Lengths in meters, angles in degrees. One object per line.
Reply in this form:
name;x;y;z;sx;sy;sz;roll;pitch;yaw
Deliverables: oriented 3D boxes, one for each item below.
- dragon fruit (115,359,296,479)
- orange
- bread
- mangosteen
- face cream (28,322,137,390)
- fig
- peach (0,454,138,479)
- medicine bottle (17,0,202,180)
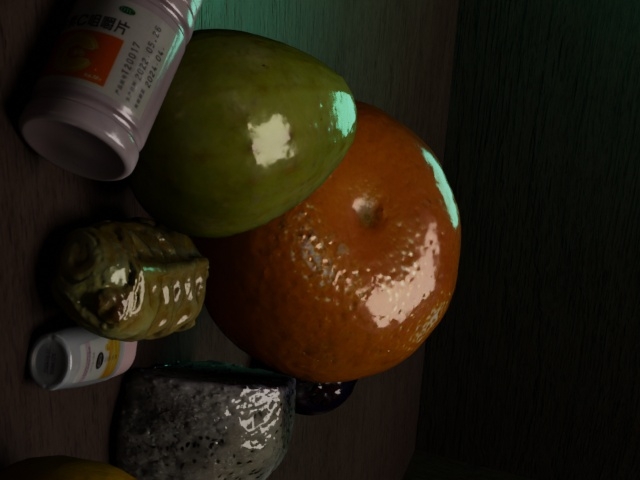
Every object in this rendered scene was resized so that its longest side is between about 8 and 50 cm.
dragon fruit;-0.155;0.289;1.788;0.283;0.221;0.204;3;93;-77
orange;0.000;0.000;1.803;0.326;0.424;0.424;-21;-132;60
bread;-0.230;0.047;1.488;0.152;0.130;0.267;61;14;7
mangosteen;-0.027;0.218;2.303;0.230;0.194;0.194;-113;-161;-52
face cream;-0.284;0.137;1.497;0.198;0.057;0.084;-7;107;-73
fig;-0.093;-0.136;1.523;0.326;0.258;0.258;-10;116;-39
peach;-0.272;0.369;1.317;0.308;0.288;0.289;19;83;-68
medicine bottle;-0.220;-0.200;1.329;0.133;0.133;0.250;73;33;-60
